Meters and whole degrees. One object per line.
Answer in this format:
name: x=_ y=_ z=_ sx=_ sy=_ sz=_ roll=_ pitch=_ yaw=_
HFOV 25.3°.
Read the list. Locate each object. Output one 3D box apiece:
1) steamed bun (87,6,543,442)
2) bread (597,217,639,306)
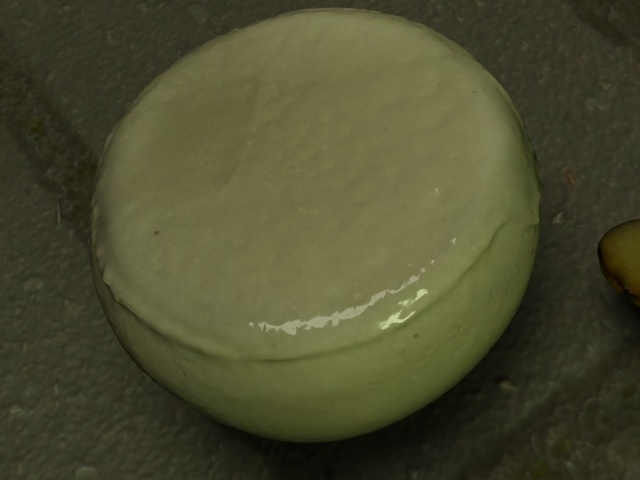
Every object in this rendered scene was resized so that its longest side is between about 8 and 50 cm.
steamed bun: x=0.000 y=0.000 z=0.890 sx=0.283 sy=0.177 sz=0.283 roll=-8 pitch=53 yaw=10
bread: x=0.262 y=-0.003 z=0.884 sx=0.187 sy=0.065 sz=0.149 roll=-18 pitch=45 yaw=2
